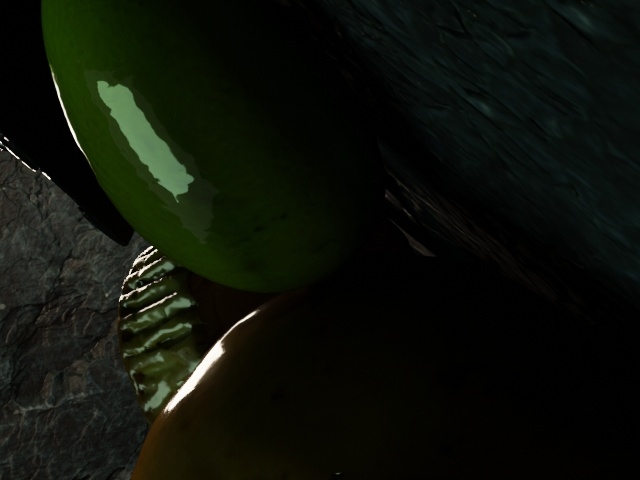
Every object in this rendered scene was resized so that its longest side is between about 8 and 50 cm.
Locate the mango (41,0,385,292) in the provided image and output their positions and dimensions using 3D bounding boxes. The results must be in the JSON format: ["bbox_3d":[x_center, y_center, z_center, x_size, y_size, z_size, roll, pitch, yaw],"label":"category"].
[{"bbox_3d":[-0.058,-0.065,0.752,0.185,0.149,0.273,43,172,25],"label":"mango"}]

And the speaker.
[{"bbox_3d":[-0.224,-0.160,1.079,0.232,0.184,0.254,39,173,38],"label":"speaker"}]

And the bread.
[{"bbox_3d":[-0.034,0.075,1.086,0.142,0.253,0.227,-27,90,51],"label":"bread"}]

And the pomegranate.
[{"bbox_3d":[0.079,0.210,0.829,0.417,0.416,0.416,42,176,4],"label":"pomegranate"}]
